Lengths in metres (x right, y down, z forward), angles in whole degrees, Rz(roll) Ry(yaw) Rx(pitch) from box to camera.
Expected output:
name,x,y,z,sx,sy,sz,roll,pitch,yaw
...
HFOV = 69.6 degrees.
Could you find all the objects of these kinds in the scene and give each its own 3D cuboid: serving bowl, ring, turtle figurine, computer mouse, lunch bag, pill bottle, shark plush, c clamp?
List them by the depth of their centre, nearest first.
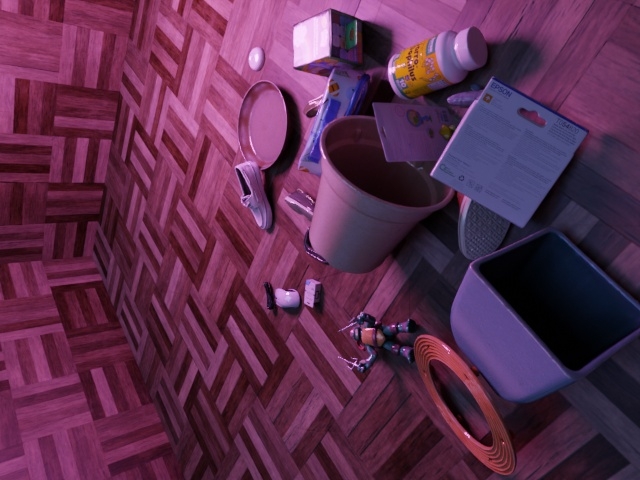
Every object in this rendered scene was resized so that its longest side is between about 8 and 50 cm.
name,x,y,z,sx,sy,sz,roll,pitch,yaw
shark plush,0.363,-0.301,1.013,0.161,0.067,0.073,33,118,42
ring,0.324,0.362,1.047,0.336,0.032,0.336,57,165,24
pill bottle,0.270,-0.411,1.069,0.208,0.118,0.117,-4,91,49
lunch bag,0.036,-0.314,1.258,0.115,0.243,0.303,21,116,0
turtle figurine,0.151,0.271,1.285,0.234,0.118,0.175,-5,106,34
c clamp,0.000,0.000,1.499,0.161,0.022,0.137,20,114,44
computer mouse,-0.147,0.205,1.668,0.193,0.042,0.106,-3,91,49
serving bowl,-0.239,-0.665,1.685,0.083,0.027,0.083,7,99,47

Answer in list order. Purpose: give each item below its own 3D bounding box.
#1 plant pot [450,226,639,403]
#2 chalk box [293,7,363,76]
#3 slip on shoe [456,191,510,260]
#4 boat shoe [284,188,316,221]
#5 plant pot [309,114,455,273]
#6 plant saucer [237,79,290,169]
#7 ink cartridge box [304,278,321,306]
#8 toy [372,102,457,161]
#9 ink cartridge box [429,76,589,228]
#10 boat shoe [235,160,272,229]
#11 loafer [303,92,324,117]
name,x,y,z,sx,sy,sz,roll,pitch,yaw
plant pot,0.403,0.169,0.901,0.247,0.248,0.252,55,150,29
chalk box,0.037,-0.561,1.308,0.213,0.132,0.132,7,98,47
slip on shoe,0.356,-0.120,1.027,0.101,0.123,0.331,-131,37,-76
boat shoe,-0.025,-0.104,1.469,0.068,0.081,0.228,-45,50,-12
plant pot,0.115,-0.089,1.161,0.333,0.334,0.305,56,142,28
plant saucer,-0.198,-0.410,1.653,0.311,0.050,0.310,8,100,47
ink cartridge box,-0.027,0.176,1.539,0.048,0.028,0.083,21,109,46
toy,0.217,-0.241,1.065,0.056,0.237,0.136,-27,73,59
ink cartridge box,0.373,-0.174,0.929,0.223,0.045,0.224,31,104,1
boat shoe,-0.251,-0.157,1.683,0.095,0.084,0.258,-3,106,54
loafer,0.002,-0.412,1.419,0.148,0.056,0.050,-23,71,48
